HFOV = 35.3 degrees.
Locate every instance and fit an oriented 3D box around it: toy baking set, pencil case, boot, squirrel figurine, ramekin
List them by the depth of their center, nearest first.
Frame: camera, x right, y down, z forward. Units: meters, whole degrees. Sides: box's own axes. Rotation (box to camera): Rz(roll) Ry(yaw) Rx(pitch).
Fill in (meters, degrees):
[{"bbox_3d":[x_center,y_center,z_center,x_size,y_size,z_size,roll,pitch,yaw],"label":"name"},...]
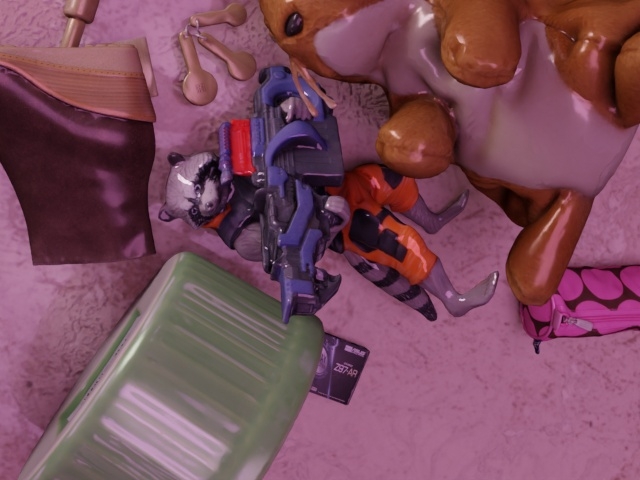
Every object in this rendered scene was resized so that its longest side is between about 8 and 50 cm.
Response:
[{"bbox_3d":[-0.144,0.156,0.925,0.148,0.303,0.303,36,86,-11],"label":"ramekin"},{"bbox_3d":[-0.278,-0.077,0.941,0.248,0.090,0.207,-1,98,-2],"label":"boot"},{"bbox_3d":[0.136,-0.204,0.984,0.370,0.397,0.281,25,132,6],"label":"squirrel figurine"},{"bbox_3d":[-0.146,-0.251,1.002,0.196,0.030,0.256,13,89,-19],"label":"toy baking set"},{"bbox_3d":[0.334,0.073,1.157,0.209,0.098,0.095,-4,99,-17],"label":"pencil case"}]

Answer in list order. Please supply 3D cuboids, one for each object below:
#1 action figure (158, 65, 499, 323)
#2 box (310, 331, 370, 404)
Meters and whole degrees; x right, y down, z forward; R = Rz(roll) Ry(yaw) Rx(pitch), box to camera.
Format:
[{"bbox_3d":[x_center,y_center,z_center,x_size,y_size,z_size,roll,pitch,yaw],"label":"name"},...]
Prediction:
[{"bbox_3d":[0.000,0.000,0.982,0.330,0.341,0.179,17,131,-11],"label":"action figure"},{"bbox_3d":[0.005,0.136,1.107,0.083,0.018,0.067,23,91,-18],"label":"box"}]
